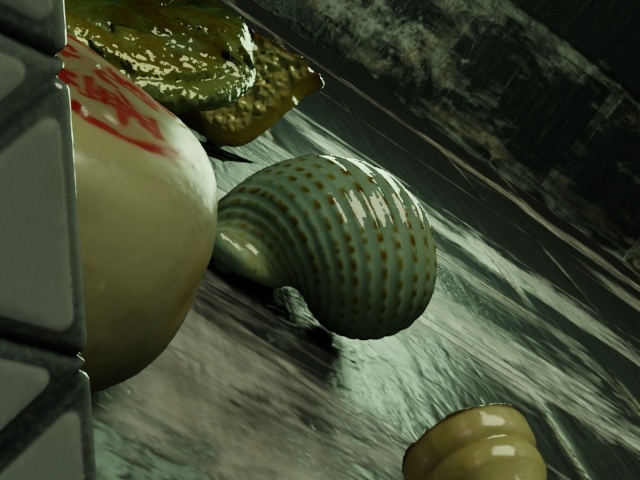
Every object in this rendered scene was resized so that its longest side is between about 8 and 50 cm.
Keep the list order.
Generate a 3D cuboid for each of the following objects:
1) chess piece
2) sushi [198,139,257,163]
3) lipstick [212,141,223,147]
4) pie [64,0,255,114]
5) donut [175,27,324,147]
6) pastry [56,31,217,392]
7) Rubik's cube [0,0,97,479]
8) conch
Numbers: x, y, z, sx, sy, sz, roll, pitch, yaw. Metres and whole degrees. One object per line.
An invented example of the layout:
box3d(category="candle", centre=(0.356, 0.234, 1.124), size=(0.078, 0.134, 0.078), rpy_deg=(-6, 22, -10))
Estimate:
box3d(category="chess piece", centre=(0.123, 0.199, 0.693), size=(0.090, 0.090, 0.200), rpy_deg=(25, 29, -42))
box3d(category="sushi", centre=(-0.169, -0.075, 0.899), size=(0.215, 0.051, 0.192), rpy_deg=(21, -1, -14))
box3d(category="lipstick", centre=(-0.106, -0.119, 1.299), size=(0.019, 0.019, 0.094), rpy_deg=(35, 12, -8))
box3d(category="pie", centre=(-0.183, -0.183, 1.021), size=(0.277, 0.079, 0.277), rpy_deg=(12, 20, -4))
box3d(category="donut", centre=(-0.138, -0.184, 1.220), size=(0.295, 0.112, 0.151), rpy_deg=(37, -9, 14))
box3d(category="pastry", centre=(-0.168, -0.038, 0.612), size=(0.264, 0.133, 0.265), rpy_deg=(31, 15, -9))
box3d(category="Rubik's cube", centre=(-0.194, -0.004, 0.395), size=(0.233, 0.228, 0.228), rpy_deg=(97, -10, -65))
box3d(category="conch", centre=(0.008, -0.007, 0.962), size=(0.200, 0.131, 0.172), rpy_deg=(29, 16, -36))
